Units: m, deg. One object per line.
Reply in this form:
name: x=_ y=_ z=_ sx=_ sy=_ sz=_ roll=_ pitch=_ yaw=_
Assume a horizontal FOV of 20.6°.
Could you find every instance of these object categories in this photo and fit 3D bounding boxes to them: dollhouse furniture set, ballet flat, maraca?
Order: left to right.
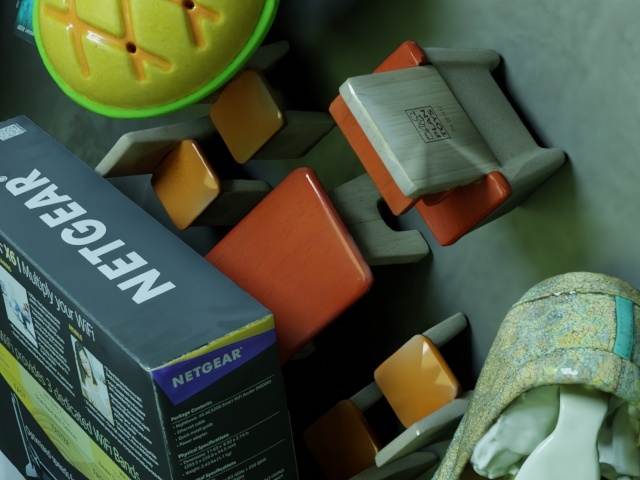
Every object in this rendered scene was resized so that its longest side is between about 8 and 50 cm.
maraca: x=-0.073 y=-0.144 z=0.945 sx=0.186 sy=0.099 sz=0.127 roll=-36 pitch=80 yaw=10
dollhouse furniture set: x=0.000 y=0.000 z=0.996 sx=0.259 sy=0.135 sz=0.262 roll=-44 pitch=72 yaw=39
ballet flat: x=0.097 y=0.182 z=0.956 sx=0.123 sy=0.123 sz=0.348 roll=35 pitch=120 yaw=30

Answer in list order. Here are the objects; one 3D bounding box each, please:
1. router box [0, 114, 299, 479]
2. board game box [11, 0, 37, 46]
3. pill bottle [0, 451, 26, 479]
router box: x=-0.126 y=0.091 z=1.075 sx=0.309 sy=0.081 sz=0.243 roll=36 pitch=143 yaw=47
board game box: x=-0.130 y=-0.167 z=1.082 sx=0.186 sy=0.026 sz=0.126 roll=28 pitch=102 yaw=56
pill bottle: x=-0.364 y=0.188 z=1.350 sx=0.283 sy=0.161 sz=0.161 roll=-13 pitch=92 yaw=43
